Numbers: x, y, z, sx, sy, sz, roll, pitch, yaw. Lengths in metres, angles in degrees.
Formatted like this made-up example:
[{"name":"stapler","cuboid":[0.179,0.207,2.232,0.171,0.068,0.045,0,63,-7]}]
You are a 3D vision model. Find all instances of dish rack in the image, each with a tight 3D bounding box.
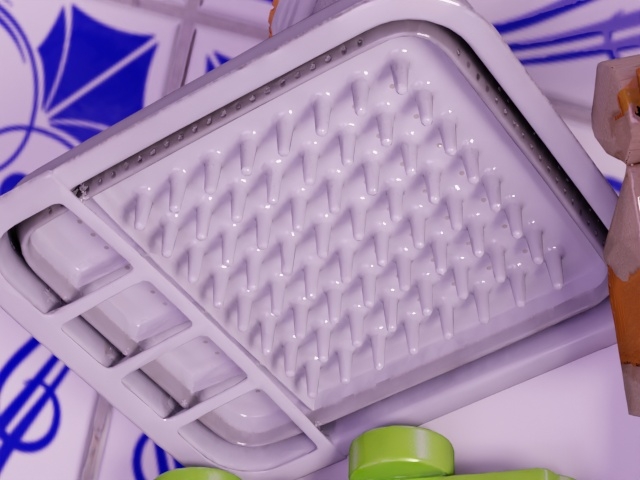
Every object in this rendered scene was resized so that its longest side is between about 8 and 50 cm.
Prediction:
[{"name":"dish rack","cuboid":[0.000,0.000,0.882,0.333,0.072,0.285,-25,127,24]}]

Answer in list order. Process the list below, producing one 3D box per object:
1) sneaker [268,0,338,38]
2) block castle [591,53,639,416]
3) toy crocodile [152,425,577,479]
[{"name":"sneaker","cuboid":[0.025,-0.106,0.921,0.121,0.099,0.262,28,119,3]},{"name":"block castle","cuboid":[0.300,0.096,0.693,0.213,0.303,0.453,-12,92,-12]},{"name":"toy crocodile","cuboid":[-0.005,0.197,0.946,0.341,0.105,0.115,-13,55,16]}]
